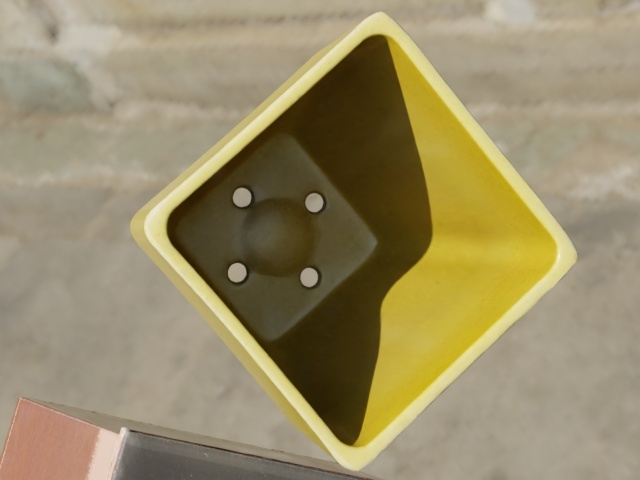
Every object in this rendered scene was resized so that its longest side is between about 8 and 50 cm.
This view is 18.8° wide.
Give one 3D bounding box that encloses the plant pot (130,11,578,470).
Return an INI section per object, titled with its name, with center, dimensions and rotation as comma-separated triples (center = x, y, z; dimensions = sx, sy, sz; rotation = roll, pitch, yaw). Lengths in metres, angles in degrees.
[plant pot]
center = 0.000, 0.000, 0.503
dimensions = 0.081, 0.081, 0.083
rotation = -42, 11, -12

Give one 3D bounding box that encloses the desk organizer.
[desk organizer]
center = -0.025, 0.079, 0.535
dimensions = 0.050, 0.130, 0.047
rotation = 13, 86, 47
